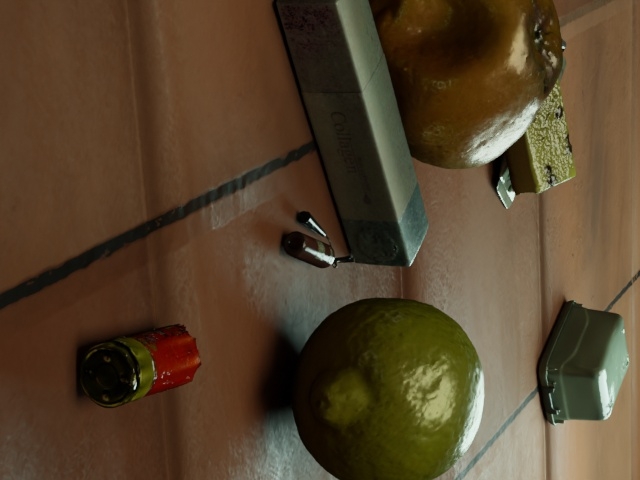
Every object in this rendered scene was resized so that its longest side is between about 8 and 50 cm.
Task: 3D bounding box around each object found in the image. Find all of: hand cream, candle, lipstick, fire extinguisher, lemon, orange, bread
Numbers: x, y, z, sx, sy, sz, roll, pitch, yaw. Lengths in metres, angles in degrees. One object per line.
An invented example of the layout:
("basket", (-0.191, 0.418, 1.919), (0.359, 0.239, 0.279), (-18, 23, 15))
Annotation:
("hand cream", (0.269, -0.158, 2.012), (0.234, 0.050, 0.080), (-71, 155, -16))
("candle", (-0.130, 0.093, 1.193), (0.131, 0.052, 0.052), (-13, 106, -65))
("lipstick", (0.035, -0.113, 1.489), (0.068, 0.066, 0.317), (-61, 145, -41))
("fire extinguisher", (-0.006, 0.001, 1.476), (0.100, 0.032, 0.046), (22, 40, -64))
("lemon", (0.070, 0.145, 1.477), (0.248, 0.184, 0.184), (8, 87, -64))
("orange", (0.154, -0.194, 1.592), (0.249, 0.183, 0.249), (-16, 108, -61))
("bread", (0.262, -0.175, 1.942), (0.088, 0.049, 0.226), (-22, 104, -37))

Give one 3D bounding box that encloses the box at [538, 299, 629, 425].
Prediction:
("box", (0.386, 0.180, 2.250), (0.172, 0.093, 0.124), (-58, 143, -45))
